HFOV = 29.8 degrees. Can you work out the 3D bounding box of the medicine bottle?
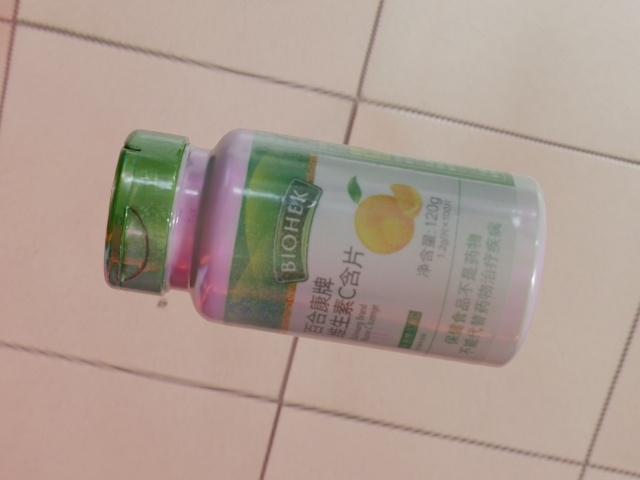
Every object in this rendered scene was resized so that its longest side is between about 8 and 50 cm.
[{"bbox_3d":[0.000,0.000,0.791,0.274,0.133,0.133,9,109,-1],"label":"medicine bottle"}]
